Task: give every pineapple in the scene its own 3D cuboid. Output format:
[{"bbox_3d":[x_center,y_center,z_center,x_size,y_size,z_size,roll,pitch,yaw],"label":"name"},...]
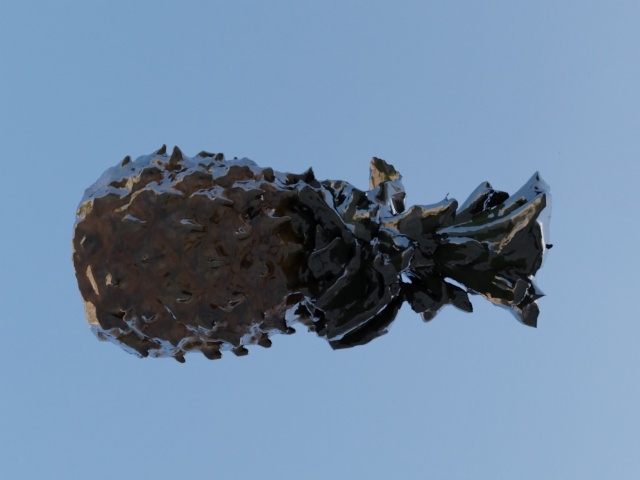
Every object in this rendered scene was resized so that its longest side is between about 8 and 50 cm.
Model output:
[{"bbox_3d":[0.000,0.000,0.721,0.309,0.170,0.141,-3,-53,5],"label":"pineapple"}]
